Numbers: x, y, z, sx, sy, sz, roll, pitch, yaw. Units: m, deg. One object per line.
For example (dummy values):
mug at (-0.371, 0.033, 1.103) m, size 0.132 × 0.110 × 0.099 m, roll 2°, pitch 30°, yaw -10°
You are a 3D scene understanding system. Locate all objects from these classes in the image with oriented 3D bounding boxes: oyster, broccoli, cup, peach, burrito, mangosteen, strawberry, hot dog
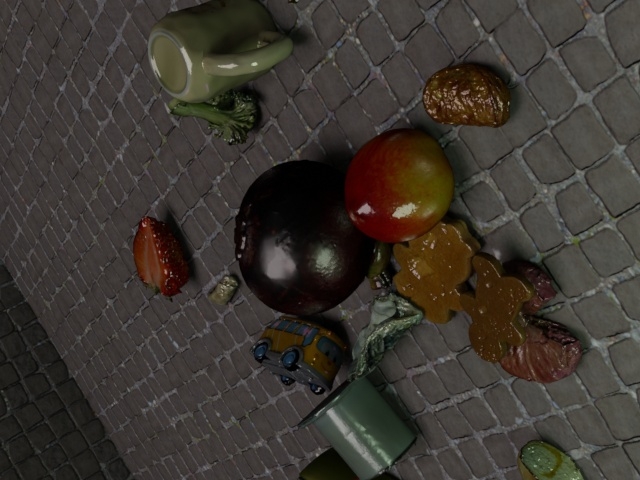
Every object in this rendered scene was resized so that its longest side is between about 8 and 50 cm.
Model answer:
oyster at (0.108, 0.188, 1.914) m, size 0.087 × 0.199 × 0.252 m, roll 29°, pitch 110°, yaw -4°
broccoli at (-0.217, -0.258, 1.930) m, size 0.122 × 0.204 × 0.118 m, roll 33°, pitch 106°, yaw 35°
cup at (-0.178, -0.339, 1.808) m, size 0.255 × 0.202 × 0.173 m, roll 39°, pitch 140°, yaw 27°
peach at (0.122, -0.085, 1.617) m, size 0.197 × 0.197 × 0.197 m, roll 31°, pitch 137°, yaw 35°
burrito at (-0.238, 0.126, 2.370) m, size 0.055 × 0.041 × 0.149 m, roll 67°, pitch 151°, yaw 13°
mangosteen at (-0.015, -0.006, 1.797) m, size 0.293 × 0.297 × 0.297 m, roll -1°, pitch 123°, yaw 5°
strawberry at (-0.411, 0.032, 2.477) m, size 0.174 × 0.098 × 0.228 m, roll 7°, pitch 117°, yaw 49°
hot dog at (0.230, -0.219, 1.496) m, size 0.147 × 0.065 × 0.099 m, roll 6°, pitch 119°, yaw 37°

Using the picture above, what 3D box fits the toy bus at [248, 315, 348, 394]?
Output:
toy bus at (-0.041, 0.242, 2.114) m, size 0.210 × 0.136 × 0.126 m, roll 8°, pitch 150°, yaw 49°

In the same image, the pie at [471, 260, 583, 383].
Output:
pie at (0.342, 0.143, 1.627) m, size 0.218 × 0.054 × 0.204 m, roll 57°, pitch 145°, yaw 6°

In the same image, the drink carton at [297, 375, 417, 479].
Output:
drink carton at (0.081, 0.393, 2.042) m, size 0.189 × 0.191 × 0.185 m, roll 52°, pitch 144°, yaw 0°

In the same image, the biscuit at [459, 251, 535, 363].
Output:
biscuit at (0.289, 0.118, 1.605) m, size 0.138 × 0.031 × 0.205 m, roll 35°, pitch 136°, yaw 36°

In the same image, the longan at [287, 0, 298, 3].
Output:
longan at (0.002, -0.449, 1.534) m, size 0.145 × 0.176 × 0.154 m, roll 27°, pitch -169°, yaw -15°

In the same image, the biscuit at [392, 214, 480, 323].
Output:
biscuit at (0.208, 0.042, 1.739) m, size 0.184 × 0.035 × 0.248 m, roll 41°, pitch 143°, yaw 26°

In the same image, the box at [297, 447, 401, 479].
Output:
box at (0.146, 0.732, 2.240) m, size 0.373 × 0.138 × 0.420 m, roll 19°, pitch 130°, yaw 44°

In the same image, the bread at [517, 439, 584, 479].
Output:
bread at (0.412, 0.437, 1.727) m, size 0.157 × 0.083 × 0.094 m, roll 46°, pitch 146°, yaw 23°
